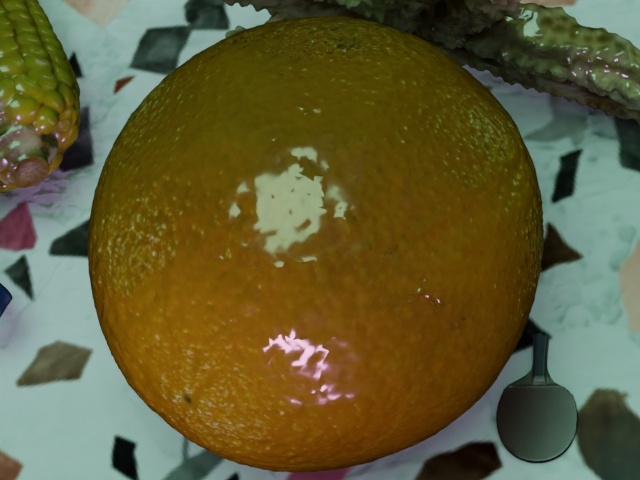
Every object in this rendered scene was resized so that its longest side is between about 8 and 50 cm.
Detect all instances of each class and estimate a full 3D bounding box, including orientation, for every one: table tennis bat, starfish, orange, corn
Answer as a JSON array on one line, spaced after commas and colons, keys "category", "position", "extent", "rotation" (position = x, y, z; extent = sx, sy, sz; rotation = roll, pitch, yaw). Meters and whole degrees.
[{"category": "table tennis bat", "position": [0.135, 0.097, 1.002], "extent": [0.050, 0.007, 0.083], "rotation": [1, 66, 14]}, {"category": "starfish", "position": [0.077, -0.149, 0.989], "extent": [0.432, 0.324, 0.082], "rotation": [14, 82, 24]}, {"category": "orange", "position": [0.000, 0.000, 0.939], "extent": [0.274, 0.274, 0.274], "rotation": [-5, 63, 10]}, {"category": "corn", "position": [-0.270, -0.177, 1.175], "extent": [0.120, 0.120, 0.363], "rotation": [-27, 58, -1]}]

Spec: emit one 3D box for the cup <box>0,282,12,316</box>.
[{"category": "cup", "position": [-0.290, 0.002, 1.065], "extent": [0.176, 0.155, 0.131], "rotation": [21, 71, 23]}]
